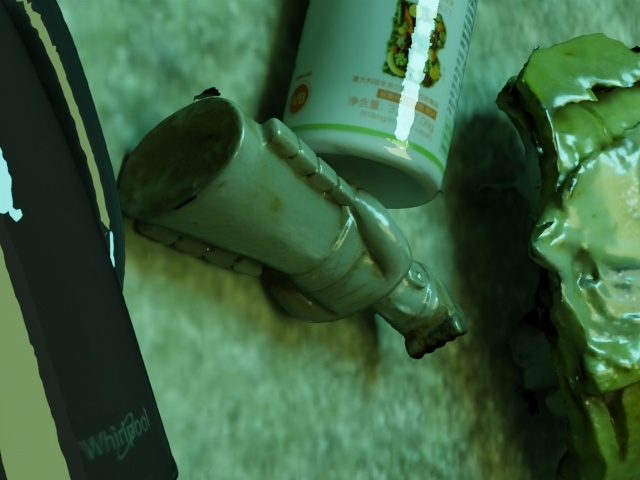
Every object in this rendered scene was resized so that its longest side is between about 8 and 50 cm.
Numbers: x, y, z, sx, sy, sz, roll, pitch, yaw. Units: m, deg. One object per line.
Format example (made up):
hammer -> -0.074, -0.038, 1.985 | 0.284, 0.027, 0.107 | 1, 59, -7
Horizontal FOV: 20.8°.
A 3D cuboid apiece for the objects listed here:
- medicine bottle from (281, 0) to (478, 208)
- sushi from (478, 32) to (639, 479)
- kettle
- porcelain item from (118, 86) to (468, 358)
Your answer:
medicine bottle -> 0.036, -0.114, 0.888 | 0.086, 0.086, 0.183 | 30, 65, -45
sushi -> 0.156, 0.030, 1.005 | 0.139, 0.131, 0.291 | -18, 110, -26
kettle -> -0.136, -0.010, 0.640 | 0.202, 0.144, 0.232 | -21, 99, -56
porcelain item -> 0.000, 0.000, 0.852 | 0.213, 0.084, 0.054 | 31, 38, -45
